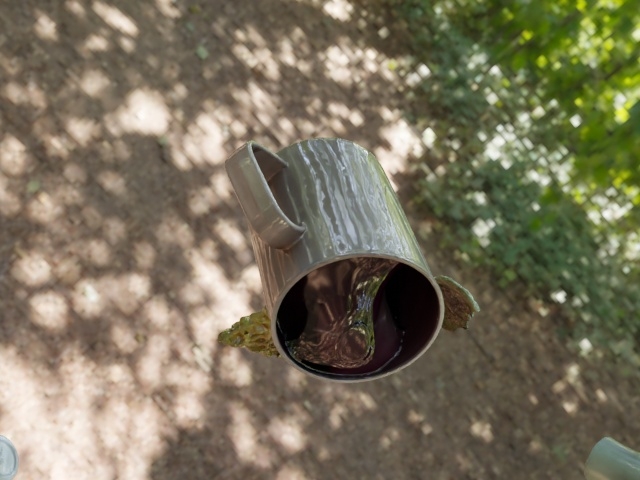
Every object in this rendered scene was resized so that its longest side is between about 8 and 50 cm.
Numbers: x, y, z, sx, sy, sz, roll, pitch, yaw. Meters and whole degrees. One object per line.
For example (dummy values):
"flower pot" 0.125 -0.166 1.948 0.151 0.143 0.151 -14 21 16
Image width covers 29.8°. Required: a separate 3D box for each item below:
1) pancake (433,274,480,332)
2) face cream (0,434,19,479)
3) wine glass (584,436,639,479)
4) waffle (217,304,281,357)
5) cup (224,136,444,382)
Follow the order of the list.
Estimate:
"pancake" 0.246 0.120 2.295 0.116 0.129 0.023 42 52 16
"face cream" -0.375 0.240 1.189 0.051 0.182 0.072 20 51 -53
"wine glass" 0.570 0.425 2.060 0.231 0.103 0.103 26 0 44
"waffle" -0.034 0.141 2.007 0.243 0.238 0.058 16 57 -51
"cup" -0.007 0.014 1.526 0.288 0.208 0.273 12 35 -24
